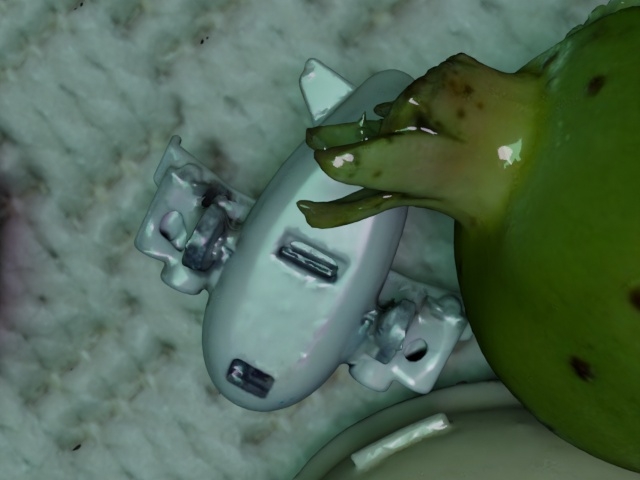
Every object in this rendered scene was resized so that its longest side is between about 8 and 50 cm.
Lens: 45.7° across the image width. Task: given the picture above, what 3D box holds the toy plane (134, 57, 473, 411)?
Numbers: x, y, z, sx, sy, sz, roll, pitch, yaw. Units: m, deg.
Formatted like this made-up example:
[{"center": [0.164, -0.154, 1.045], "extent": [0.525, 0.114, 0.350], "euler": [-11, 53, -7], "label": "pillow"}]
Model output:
[{"center": [0.000, 0.000, 0.506], "extent": [0.244, 0.117, 0.245], "euler": [0, 97, 3], "label": "toy plane"}]

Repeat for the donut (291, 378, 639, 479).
[{"center": [0.117, 0.275, 0.467], "extent": [0.382, 0.142, 0.383], "euler": [0, 89, 11], "label": "donut"}]

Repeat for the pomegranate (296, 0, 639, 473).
[{"center": [0.158, -0.011, 0.385], "extent": [0.340, 0.260, 0.261], "euler": [10, 92, -5], "label": "pomegranate"}]
